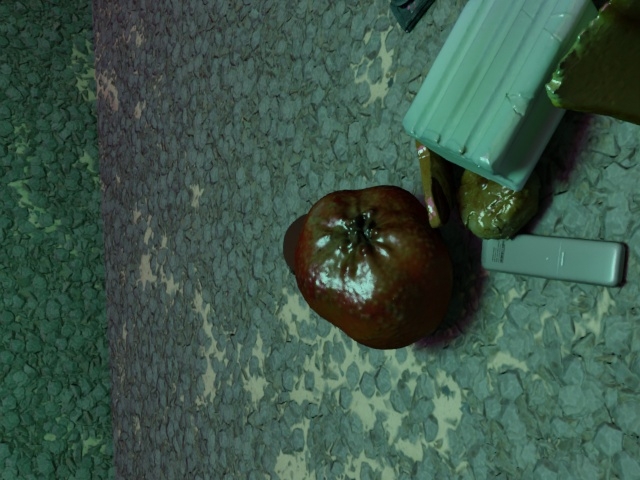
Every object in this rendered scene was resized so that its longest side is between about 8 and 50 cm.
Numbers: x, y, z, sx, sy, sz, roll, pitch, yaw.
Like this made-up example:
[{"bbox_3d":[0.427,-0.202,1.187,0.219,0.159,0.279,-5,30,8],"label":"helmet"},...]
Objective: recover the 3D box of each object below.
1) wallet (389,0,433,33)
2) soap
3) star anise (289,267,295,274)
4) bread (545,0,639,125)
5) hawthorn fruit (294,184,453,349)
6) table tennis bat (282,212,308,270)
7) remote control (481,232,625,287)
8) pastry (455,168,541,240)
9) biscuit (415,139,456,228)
[{"bbox_3d":[0.181,-0.473,1.557,0.129,0.026,0.088,-48,50,41],"label":"wallet"},{"bbox_3d":[0.290,-0.273,1.233,0.208,0.115,0.347,33,98,46],"label":"soap"},{"bbox_3d":[-0.045,0.020,1.824,0.141,0.042,0.141,-5,83,53],"label":"star anise"},{"bbox_3d":[0.364,-0.274,0.989,0.245,0.361,0.233,43,122,45],"label":"bread"},{"bbox_3d":[0.102,0.065,1.442,0.287,0.330,0.287,-8,57,12],"label":"hawthorn fruit"},{"bbox_3d":[0.000,0.000,1.738,0.220,0.019,0.130,-12,74,41],"label":"table tennis bat"},{"bbox_3d":[0.355,0.027,1.265,0.261,0.029,0.067,7,90,53],"label":"remote control"},{"bbox_3d":[0.285,-0.073,1.315,0.153,0.081,0.153,-14,72,48],"label":"pastry"},{"bbox_3d":[0.198,-0.125,1.384,0.043,0.183,0.280,-18,38,19],"label":"biscuit"}]
